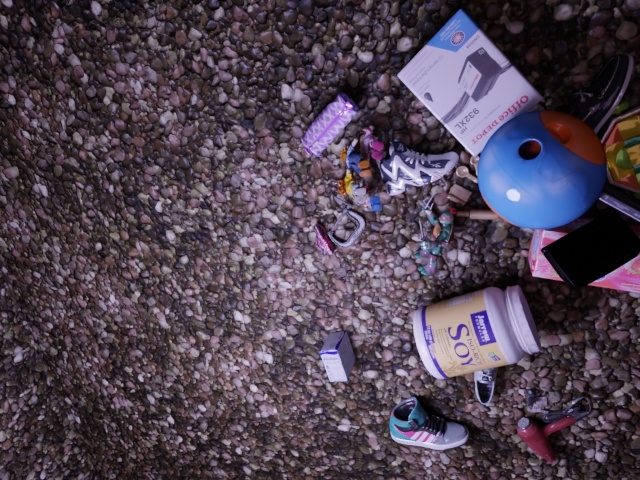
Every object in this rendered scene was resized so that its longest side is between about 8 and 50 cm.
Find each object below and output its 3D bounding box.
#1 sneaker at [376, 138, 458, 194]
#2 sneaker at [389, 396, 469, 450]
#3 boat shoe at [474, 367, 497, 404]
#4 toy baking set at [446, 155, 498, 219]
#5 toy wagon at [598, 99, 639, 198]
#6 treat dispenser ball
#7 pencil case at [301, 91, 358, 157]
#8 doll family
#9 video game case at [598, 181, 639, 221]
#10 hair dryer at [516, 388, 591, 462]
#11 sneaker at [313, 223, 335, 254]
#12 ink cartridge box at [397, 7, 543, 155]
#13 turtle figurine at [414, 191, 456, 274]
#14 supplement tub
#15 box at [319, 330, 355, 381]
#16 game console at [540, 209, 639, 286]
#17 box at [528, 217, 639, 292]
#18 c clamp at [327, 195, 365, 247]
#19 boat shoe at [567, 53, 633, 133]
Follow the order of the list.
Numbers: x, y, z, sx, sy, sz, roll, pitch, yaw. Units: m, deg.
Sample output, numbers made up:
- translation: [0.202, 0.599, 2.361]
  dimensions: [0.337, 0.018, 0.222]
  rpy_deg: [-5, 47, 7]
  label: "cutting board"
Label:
- translation: [0.272, -0.243, 1.413]
  dimensions: [0.235, 0.094, 0.153]
  rpy_deg: [-18, 116, 34]
  label: "sneaker"
- translation: [0.390, 0.667, 1.777]
  dimensions: [0.295, 0.124, 0.178]
  rpy_deg: [-6, 121, 21]
  label: "sneaker"
- translation: [0.569, 0.462, 1.644]
  dimensions: [0.079, 0.081, 0.228]
  rpy_deg: [0, 114, 18]
  label: "boat shoe"
- translation: [0.508, -0.151, 1.416]
  dimensions: [0.256, 0.030, 0.197]
  rpy_deg: [6, 115, 15]
  label: "toy baking set"
- translation: [0.898, -0.269, 1.217]
  dimensions: [0.344, 0.068, 0.267]
  rpy_deg: [-22, 105, 25]
  label: "toy wagon"
- translation: [0.533, -0.170, 1.171]
  dimensions: [0.288, 0.288, 0.288]
  rpy_deg: [7, 115, 15]
  label: "treat dispenser ball"
- translation: [0.024, -0.349, 1.449]
  dimensions: [0.086, 0.088, 0.206]
  rpy_deg: [41, 118, -6]
  label: "pencil case"
- translation: [0.106, -0.213, 1.451]
  dimensions: [0.118, 0.163, 0.263]
  rpy_deg: [-6, 115, -13]
  label: "doll family"
- translation: [0.832, -0.079, 1.250]
  dimensions: [0.274, 0.196, 0.026]
  rpy_deg: [31, 118, 3]
  label: "video game case"
- translation: [0.800, 0.655, 1.659]
  dimensions: [0.223, 0.080, 0.294]
  rpy_deg: [6, 115, 14]
  label: "hair dryer"
- translation: [0.000, 0.000, 1.643]
  dimensions: [0.057, 0.047, 0.119]
  rpy_deg: [-17, 106, 36]
  label: "sneaker"
- translation: [0.394, -0.416, 1.276]
  dimensions: [0.307, 0.129, 0.223]
  rpy_deg: [45, 119, -6]
  label: "ink cartridge box"
- translation: [0.346, -0.018, 1.456]
  dimensions: [0.118, 0.175, 0.234]
  rpy_deg: [14, 129, 9]
  label: "turtle figurine"
- translation: [0.485, 0.284, 1.500]
  dimensions: [0.331, 0.241, 0.241]
  rpy_deg: [-22, 105, 25]
  label: "supplement tub"
- translation: [0.065, 0.425, 1.764]
  dimensions: [0.072, 0.126, 0.137]
  rpy_deg: [-9, 110, 23]
  label: "box"
- translation: [0.652, -0.064, 1.279]
  dimensions: [0.213, 0.044, 0.361]
  rpy_deg: [-29, 66, -1]
  label: "game console"
- translation: [0.762, 0.033, 1.354]
  dimensions: [0.299, 0.142, 0.154]
  rpy_deg: [9, 116, 14]
  label: "box"
- translation: [0.077, -0.054, 1.606]
  dimensions: [0.137, 0.022, 0.161]
  rpy_deg: [28, 117, -2]
  label: "c clamp"
- translation: [0.682, -0.332, 1.232]
  dimensions: [0.091, 0.114, 0.303]
  rpy_deg: [18, 117, 3]
  label: "boat shoe"
